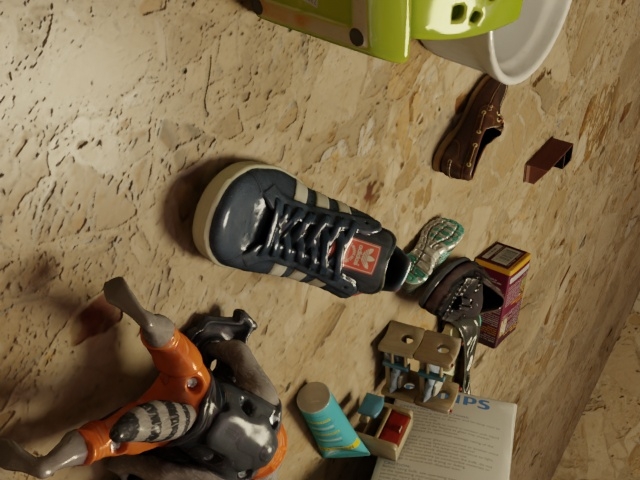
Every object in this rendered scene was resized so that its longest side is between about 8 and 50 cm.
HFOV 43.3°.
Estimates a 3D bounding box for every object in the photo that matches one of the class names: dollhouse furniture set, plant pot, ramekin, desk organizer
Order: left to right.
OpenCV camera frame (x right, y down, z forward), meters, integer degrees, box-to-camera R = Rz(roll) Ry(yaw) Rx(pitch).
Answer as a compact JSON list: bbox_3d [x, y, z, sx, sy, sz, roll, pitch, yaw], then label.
[{"bbox_3d":[0.051,-0.307,0.765,0.207,0.228,0.227,-34,137,-32],"label":"plant pot"},{"bbox_3d":[0.147,0.253,1.330,0.183,0.129,0.129,-56,150,-42],"label":"dollhouse furniture set"},{"bbox_3d":[0.240,-0.364,1.102,0.277,0.135,0.277,-35,137,-41],"label":"ramekin"},{"bbox_3d":[0.480,-0.164,1.691,0.130,0.050,0.047,-41,141,-37],"label":"desk organizer"}]

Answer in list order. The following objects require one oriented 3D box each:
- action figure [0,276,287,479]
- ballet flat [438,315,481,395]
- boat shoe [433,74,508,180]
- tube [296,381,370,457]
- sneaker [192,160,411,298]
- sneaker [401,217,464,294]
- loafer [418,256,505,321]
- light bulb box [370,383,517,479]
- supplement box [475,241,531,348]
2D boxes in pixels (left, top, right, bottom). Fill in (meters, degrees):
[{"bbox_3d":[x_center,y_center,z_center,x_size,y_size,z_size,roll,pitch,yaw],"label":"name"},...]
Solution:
[{"bbox_3d":[-0.156,0.224,0.835,0.330,0.179,0.341,33,79,-50],"label":"action figure"},{"bbox_3d":[0.246,0.262,1.578,0.096,0.095,0.280,-7,105,-45],"label":"ballet flat"},{"bbox_3d":[0.264,-0.183,1.320,0.207,0.073,0.073,-59,148,-16],"label":"boat shoe"},{"bbox_3d":[0.016,0.292,1.254,0.207,0.080,0.052,67,26,-48],"label":"tube"},{"bbox_3d":[0.000,0.000,0.950,0.350,0.148,0.131,11,100,-59],"label":"sneaker"},{"bbox_3d":[0.181,0.027,1.355,0.166,0.065,0.076,-43,158,-30],"label":"sneaker"},{"bbox_3d":[0.265,0.094,1.434,0.109,0.095,0.302,-56,161,15],"label":"loafer"},{"bbox_3d":[0.197,0.505,1.414,0.361,0.225,0.357,-59,157,-60],"label":"light bulb box"},{"bbox_3d":[0.361,0.112,1.657,0.104,0.081,0.188,-29,132,-47],"label":"supplement box"}]
